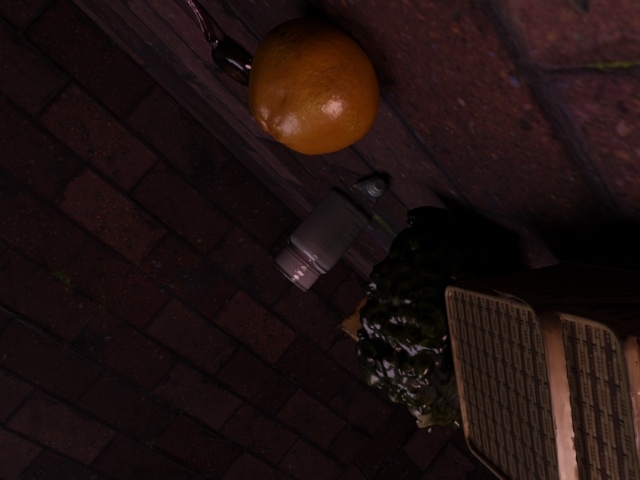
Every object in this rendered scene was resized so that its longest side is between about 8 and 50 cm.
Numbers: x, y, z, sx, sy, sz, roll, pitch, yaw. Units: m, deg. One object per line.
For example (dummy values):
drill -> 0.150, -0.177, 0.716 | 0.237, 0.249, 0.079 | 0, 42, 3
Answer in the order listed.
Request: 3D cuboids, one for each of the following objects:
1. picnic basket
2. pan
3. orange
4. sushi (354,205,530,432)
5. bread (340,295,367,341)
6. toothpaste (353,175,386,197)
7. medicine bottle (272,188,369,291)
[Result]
picnic basket -> 0.262, 0.150, 0.497 | 0.313, 0.175, 0.228 | -164, 66, -79
pan -> -0.178, -0.347, 0.900 | 0.114, 0.040, 0.212 | 28, 168, 48
orange -> -0.012, -0.170, 0.578 | 0.159, 0.136, 0.159 | 43, 178, 2
sushi -> 0.203, 0.145, 0.815 | 0.178, 0.294, 0.352 | 31, 168, 43
bread -> 0.204, 0.215, 1.585 | 0.114, 0.275, 0.185 | 32, 171, 44
toothpaste -> 0.098, -0.100, 0.977 | 0.062, 0.037, 0.216 | 41, 180, -2
medicine bottle -> 0.000, 0.000, 1.335 | 0.143, 0.258, 0.143 | 41, 176, 3
